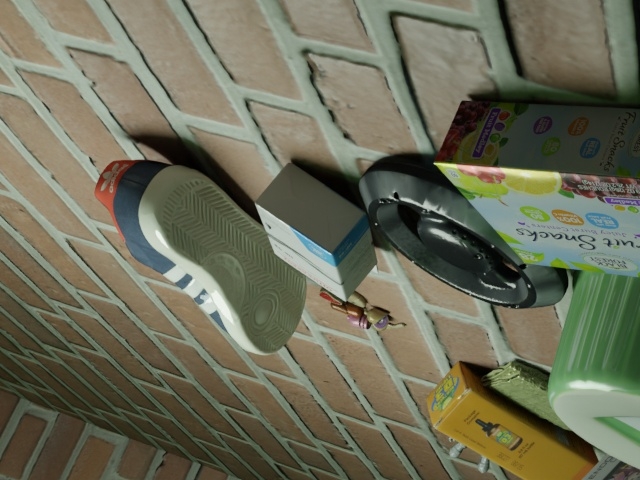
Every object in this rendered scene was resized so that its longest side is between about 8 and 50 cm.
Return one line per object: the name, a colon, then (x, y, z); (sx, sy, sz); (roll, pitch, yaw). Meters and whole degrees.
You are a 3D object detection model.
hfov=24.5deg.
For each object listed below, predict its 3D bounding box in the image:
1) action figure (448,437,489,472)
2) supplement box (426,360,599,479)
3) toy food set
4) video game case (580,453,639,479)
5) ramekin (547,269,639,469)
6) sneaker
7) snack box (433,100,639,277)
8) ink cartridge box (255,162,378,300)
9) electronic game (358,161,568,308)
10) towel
action figure: (0.232, 0.272, 2.089); (0.137, 0.063, 0.232); (25, 159, 8)
supplement box: (0.254, 0.253, 1.941); (0.233, 0.078, 0.080); (31, -159, -22)
toy food set: (0.044, 0.090, 1.872); (0.122, 0.019, 0.078); (31, 160, -20)
video game case: (0.391, 0.257, 1.566); (0.275, 0.248, 0.035); (-7, 117, 58)
ramekin: (0.362, 0.131, 1.387); (0.303, 0.148, 0.303); (22, 162, 8)
sneaker: (-0.141, 0.011, 1.742); (0.148, 0.131, 0.350); (19, 157, 36)
snack box: (0.226, -0.038, 1.211); (0.207, 0.070, 0.174); (9, 156, 40)
ink cartridge box: (0.000, 0.000, 1.577); (0.104, 0.060, 0.180); (34, 166, 19)
electronic game: (0.139, -0.004, 1.448); (0.229, 0.048, 0.229); (29, 163, 10)
towel: (0.283, 0.196, 1.862); (0.148, 0.027, 0.110); (28, 160, -9)
